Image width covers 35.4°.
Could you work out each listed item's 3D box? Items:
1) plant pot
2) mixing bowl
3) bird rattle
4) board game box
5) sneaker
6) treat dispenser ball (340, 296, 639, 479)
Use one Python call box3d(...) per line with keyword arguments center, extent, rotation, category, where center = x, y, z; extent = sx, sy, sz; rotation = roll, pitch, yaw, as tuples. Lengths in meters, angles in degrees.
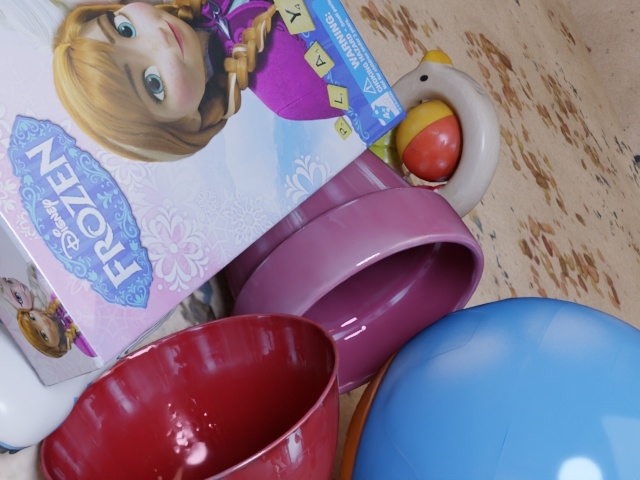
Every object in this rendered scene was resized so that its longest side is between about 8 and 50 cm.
box3d(center=(0.000, 0.000, 0.797), extent=(0.201, 0.201, 0.180), rotation=(17, 35, -53), category="plant pot")
box3d(center=(-0.061, 0.130, 0.594), extent=(0.181, 0.182, 0.098), rotation=(-62, 137, -59), category="mixing bowl")
box3d(center=(0.097, -0.075, 1.021), extent=(0.143, 0.207, 0.253), rotation=(9, 44, -35), category="bird rattle")
box3d(center=(-0.123, -0.135, 0.594), extent=(0.318, 0.066, 0.318), rotation=(-43, 105, -43), category="board game box")
box3d(center=(-0.139, 0.039, 0.617), extent=(0.085, 0.086, 0.237), rotation=(52, 29, -11), category="sneaker")
box3d(center=(0.159, 0.186, 0.753), extent=(0.288, 0.288, 0.288), rotation=(40, 33, -33), category="treat dispenser ball")
